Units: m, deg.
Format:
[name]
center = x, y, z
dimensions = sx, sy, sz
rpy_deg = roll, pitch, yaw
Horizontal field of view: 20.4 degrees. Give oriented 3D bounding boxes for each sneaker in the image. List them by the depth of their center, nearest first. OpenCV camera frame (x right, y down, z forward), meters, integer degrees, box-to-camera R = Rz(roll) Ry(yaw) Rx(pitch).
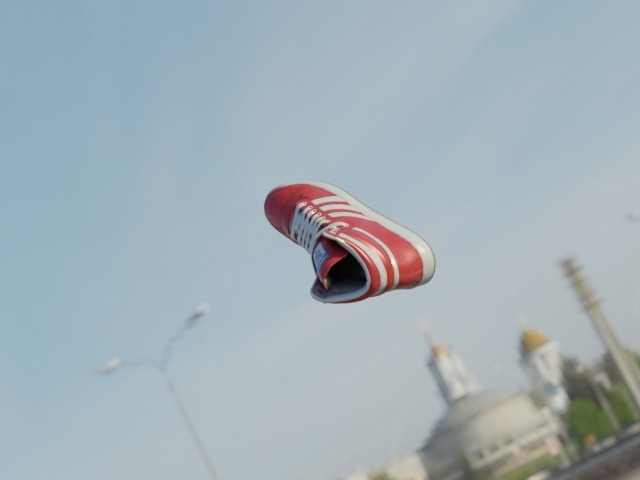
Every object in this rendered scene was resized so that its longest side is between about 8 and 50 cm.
[sneaker]
center = 0.000, 0.000, 1.003
dimensions = 0.067, 0.118, 0.042
rpy_deg = -17, -57, -49
